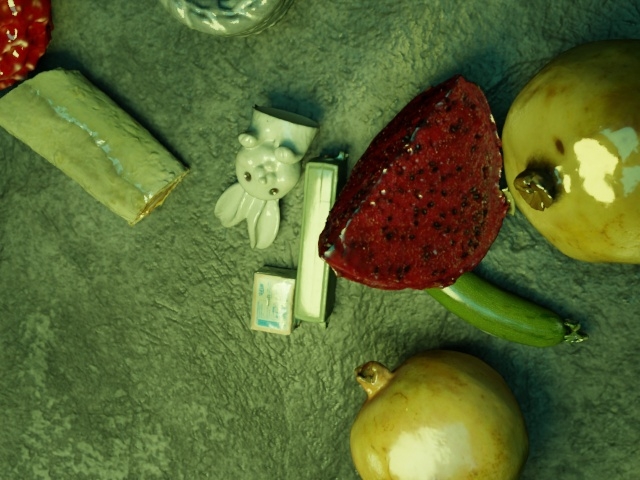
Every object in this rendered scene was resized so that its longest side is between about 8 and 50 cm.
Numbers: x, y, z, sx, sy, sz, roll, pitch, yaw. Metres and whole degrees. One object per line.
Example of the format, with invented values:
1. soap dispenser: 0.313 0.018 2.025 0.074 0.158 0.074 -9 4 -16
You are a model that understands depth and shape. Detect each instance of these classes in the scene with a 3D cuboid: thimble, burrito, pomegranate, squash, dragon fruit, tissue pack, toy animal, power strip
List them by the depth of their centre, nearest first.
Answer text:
1. pomegranate: 0.383 -0.115 1.064 0.307 0.307 0.307 2 103 11
2. thimble: -0.124 -0.399 1.150 0.205 0.172 0.236 -5 103 9
3. dragon fruit: 0.143 -0.055 1.190 0.205 0.152 0.317 39 88 -18
4. pomegranate: 0.156 0.273 1.210 0.252 0.229 0.270 -40 87 16
5. toy animal: -0.089 -0.083 1.234 0.103 0.131 0.221 21 107 -5
6. squash: 0.236 0.087 1.235 0.318 0.080 0.071 30 144 5
7. power strip: 0.000 0.000 1.257 0.052 0.078 0.272 9 104 13
8. burrito: -0.357 -0.153 1.283 0.299 0.105 0.143 39 110 -1
9. tissue pack: -0.067 0.093 1.301 0.074 0.059 0.094 9 103 12

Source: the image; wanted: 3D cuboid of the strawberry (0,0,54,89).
1. strawberry: -0.546 -0.360 1.149 0.295 0.345 0.317 5 103 12
